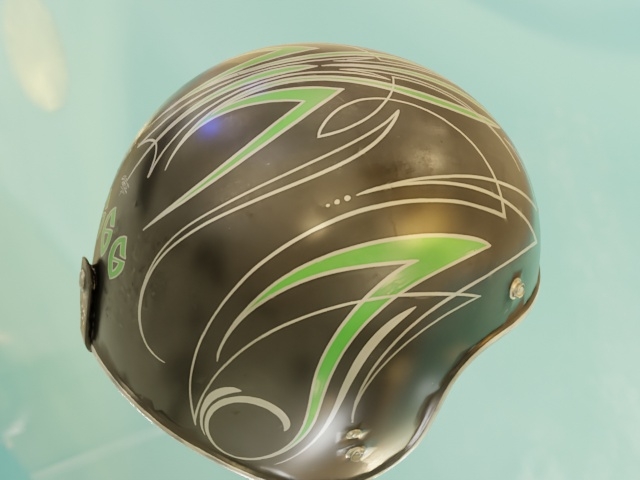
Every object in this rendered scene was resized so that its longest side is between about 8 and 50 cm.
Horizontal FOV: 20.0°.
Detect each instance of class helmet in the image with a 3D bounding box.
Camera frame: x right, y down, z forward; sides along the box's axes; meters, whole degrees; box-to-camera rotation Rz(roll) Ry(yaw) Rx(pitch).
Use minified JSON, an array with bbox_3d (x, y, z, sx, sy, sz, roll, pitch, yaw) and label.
[{"bbox_3d":[0.000,0.000,0.725,0.161,0.169,0.169,-55,53,21],"label":"helmet"}]
